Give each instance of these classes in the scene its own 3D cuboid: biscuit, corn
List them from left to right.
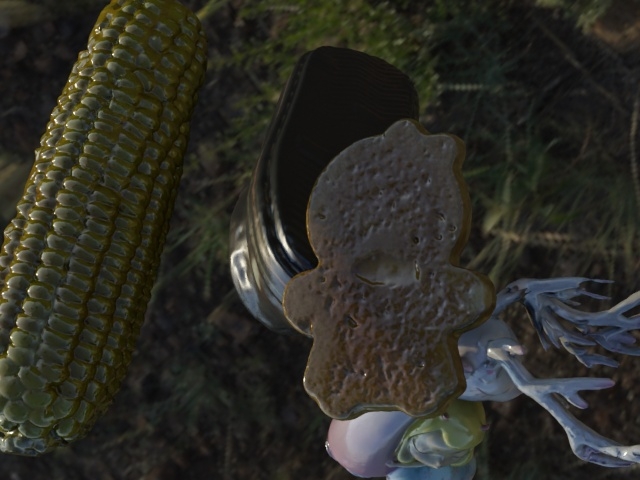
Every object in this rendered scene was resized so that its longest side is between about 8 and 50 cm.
[{"bbox_3d":[-0.171,-0.017,1.001,0.120,0.363,0.120,13,165,3],"label":"corn"},{"bbox_3d":[0.050,0.021,1.006,0.166,0.036,0.225,-5,79,23],"label":"biscuit"}]

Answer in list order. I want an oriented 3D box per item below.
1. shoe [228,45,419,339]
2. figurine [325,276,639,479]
[{"bbox_3d":[0.000,0.000,1.260,0.171,0.384,0.237,13,125,-9],"label":"shoe"},{"bbox_3d":[0.191,0.146,1.370,0.284,0.206,0.315,19,148,-11],"label":"figurine"}]
